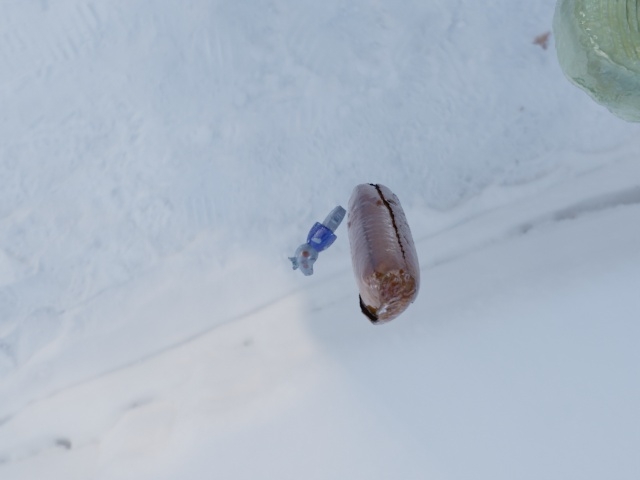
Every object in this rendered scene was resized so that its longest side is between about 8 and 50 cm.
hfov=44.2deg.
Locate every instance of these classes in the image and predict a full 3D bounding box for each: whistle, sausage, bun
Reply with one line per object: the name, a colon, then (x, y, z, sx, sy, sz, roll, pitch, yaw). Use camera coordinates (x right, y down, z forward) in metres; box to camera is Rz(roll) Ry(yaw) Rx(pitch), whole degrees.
whistle: (0.000, 0.000, 0.826, 0.033, 0.029, 0.083, 38, 89, -30)
sausage: (0.086, 0.005, 1.131, 0.102, 0.330, 0.102, -1, 117, -1)
bun: (0.333, -0.207, 0.815, 0.195, 0.196, 0.118, -8, 157, -3)
